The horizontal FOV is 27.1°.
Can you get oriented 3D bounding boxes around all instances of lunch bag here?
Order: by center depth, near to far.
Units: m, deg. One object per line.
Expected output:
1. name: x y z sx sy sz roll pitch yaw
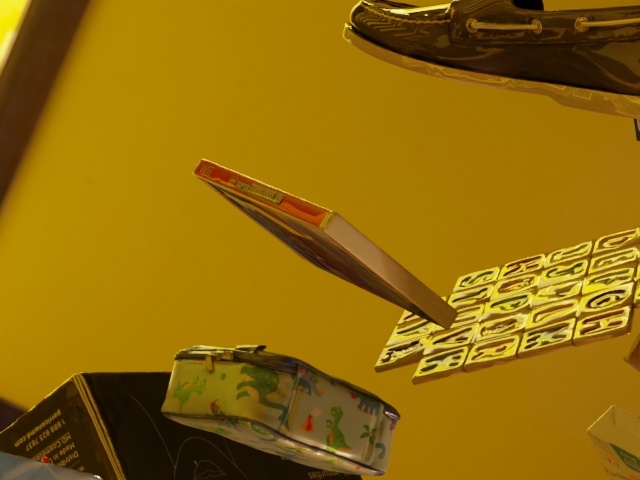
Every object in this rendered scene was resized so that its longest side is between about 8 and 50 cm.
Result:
1. lunch bag: -0.043 0.175 1.371 0.219 0.090 0.176 27 -20 -37

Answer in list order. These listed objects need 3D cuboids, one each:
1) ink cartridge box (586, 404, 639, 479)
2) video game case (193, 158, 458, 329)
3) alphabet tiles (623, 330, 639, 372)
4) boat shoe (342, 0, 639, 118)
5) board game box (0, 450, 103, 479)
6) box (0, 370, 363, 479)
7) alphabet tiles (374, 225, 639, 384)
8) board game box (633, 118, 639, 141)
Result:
1. ink cartridge box: 0.457 0.327 1.871 0.104 0.061 0.181 26 -27 53
2. video game case: 0.000 0.000 1.428 0.204 0.025 0.285 38 -8 -34
3. alphabet tiles: 0.359 0.110 1.091 0.237 0.198 0.009 36 -8 -21
4. boat shoe: 0.107 -0.114 0.705 0.206 0.065 0.075 17 21 29
5. board game box: -0.250 0.191 1.032 0.168 0.133 0.033 22 40 -35
6. box: -0.137 0.425 1.581 0.480 0.297 0.472 9 48 -58
7. alphabet tiles: 0.232 0.065 1.434 0.011 0.342 0.285 68 23 -14
8. board game box: 0.448 -0.156 1.486 0.201 0.035 0.136 11 -36 29
